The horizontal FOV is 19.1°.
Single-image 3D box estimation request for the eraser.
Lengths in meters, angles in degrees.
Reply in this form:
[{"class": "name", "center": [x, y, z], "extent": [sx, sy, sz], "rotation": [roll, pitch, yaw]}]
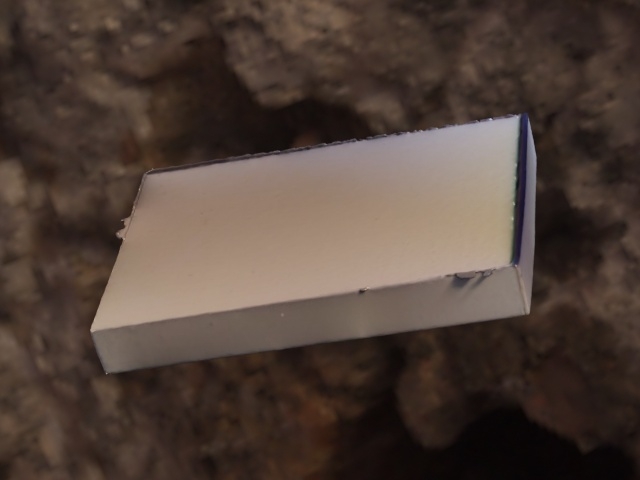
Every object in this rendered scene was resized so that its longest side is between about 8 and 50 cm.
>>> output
[{"class": "eraser", "center": [0.000, 0.000, 0.667], "extent": [0.150, 0.104, 0.023], "rotation": [-9, -58, 13]}]
